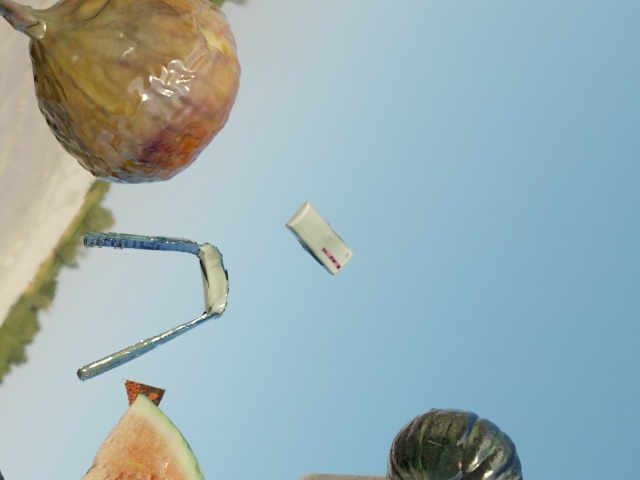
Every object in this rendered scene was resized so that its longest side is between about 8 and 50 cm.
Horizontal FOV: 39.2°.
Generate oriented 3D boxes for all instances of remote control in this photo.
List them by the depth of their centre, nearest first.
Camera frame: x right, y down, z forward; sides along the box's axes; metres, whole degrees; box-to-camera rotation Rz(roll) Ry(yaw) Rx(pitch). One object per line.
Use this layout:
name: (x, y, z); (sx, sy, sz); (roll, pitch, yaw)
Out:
remote control: (0.000, 0.000, 1.634); (0.065, 0.166, 0.029); (-49, -141, -9)

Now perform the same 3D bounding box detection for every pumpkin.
pumpkin: (0.211, 0.373, 1.433); (0.162, 0.220, 0.220); (-33, 172, -49)

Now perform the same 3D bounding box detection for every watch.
watch: (-0.310, 0.124, 1.683); (0.068, 0.275, 0.276); (143, -52, -67)

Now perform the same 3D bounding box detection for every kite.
kite: (-0.386, 0.363, 1.995); (0.125, 0.008, 0.222); (-38, -135, 19)

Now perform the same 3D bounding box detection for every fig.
fig: (-0.286, -0.245, 1.131); (0.286, 0.369, 0.286); (-22, -128, 32)

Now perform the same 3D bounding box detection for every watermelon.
watermelon: (-0.244, 0.435, 1.253); (0.319, 0.222, 0.292); (-57, 161, -32)

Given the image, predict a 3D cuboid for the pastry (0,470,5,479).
pastry: (-0.667, 0.446, 1.683); (0.103, 0.188, 0.189); (-30, 174, -39)

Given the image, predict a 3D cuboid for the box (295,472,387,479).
box: (0.089, 0.590, 1.832); (0.330, 0.210, 0.095); (-12, -174, 45)
